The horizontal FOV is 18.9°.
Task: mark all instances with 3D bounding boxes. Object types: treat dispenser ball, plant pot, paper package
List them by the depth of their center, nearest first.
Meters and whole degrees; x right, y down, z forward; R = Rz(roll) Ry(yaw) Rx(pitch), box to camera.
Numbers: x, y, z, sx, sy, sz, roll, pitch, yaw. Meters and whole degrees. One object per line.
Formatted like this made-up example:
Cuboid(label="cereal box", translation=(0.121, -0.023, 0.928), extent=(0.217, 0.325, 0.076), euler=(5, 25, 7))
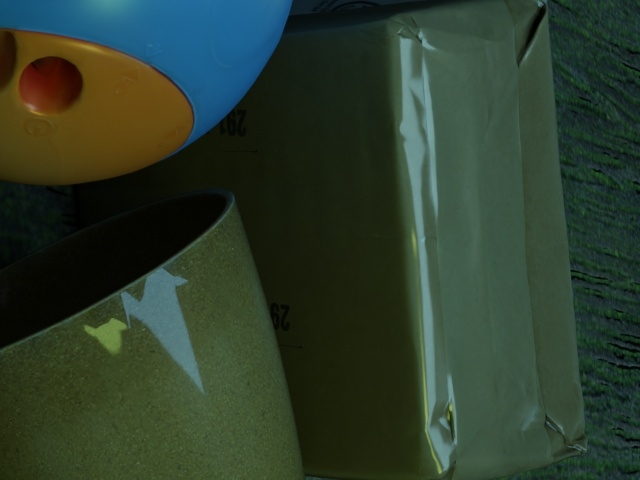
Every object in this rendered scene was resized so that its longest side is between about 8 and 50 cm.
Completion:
Cuboid(label="treat dispenser ball", translation=(-0.155, -0.174, 1.112), extent=(0.288, 0.288, 0.288), euler=(16, 72, -61))
Cuboid(label="plant pot", translation=(-0.107, 0.133, 1.166), extent=(0.254, 0.237, 0.237), euler=(65, 33, -14))
Cuboid(label="paper package", translation=(0.000, 0.000, 1.311), extent=(0.168, 0.325, 0.309), euler=(-7, 93, -45))

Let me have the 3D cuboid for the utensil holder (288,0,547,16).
Cuboid(label="utensil holder", translation=(0.042, -0.335, 1.478), extent=(0.327, 0.328, 0.385), euler=(37, 56, -55))
